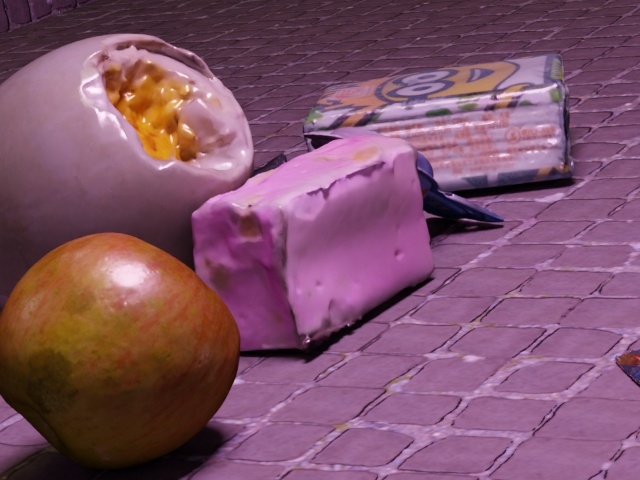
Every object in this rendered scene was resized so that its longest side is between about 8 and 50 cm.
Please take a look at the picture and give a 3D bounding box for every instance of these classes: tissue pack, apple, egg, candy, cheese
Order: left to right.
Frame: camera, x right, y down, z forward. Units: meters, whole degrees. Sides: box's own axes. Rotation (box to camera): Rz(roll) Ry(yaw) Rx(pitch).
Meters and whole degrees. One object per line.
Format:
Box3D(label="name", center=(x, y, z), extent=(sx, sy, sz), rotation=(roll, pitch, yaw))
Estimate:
Box3D(label="egg", center=(-0.236, -0.044, 2.002), extent=(0.336, 0.278, 0.278), rotation=(-42, -4, 32))
Box3D(label="apple", center=(-0.171, 0.094, 1.628), extent=(0.196, 0.196, 0.196), rotation=(-8, 15, 2))
Box3D(label="candy", center=(0.000, 0.000, 1.933), extent=(0.116, 0.155, 0.265), rotation=(-2, 16, 35))
Box3D(label="cheese", center=(0.082, -0.067, 2.133), extent=(0.245, 0.052, 0.135), rotation=(27, -12, -39))
Box3D(label="tissue pack", center=(0.147, -0.135, 2.390), extent=(0.311, 0.128, 0.228), rotation=(-6, 14, 8))

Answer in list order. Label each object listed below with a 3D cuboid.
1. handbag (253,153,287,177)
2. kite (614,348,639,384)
Box3D(label="handbag", center=(-0.105, -0.015, 2.217), extent=(0.175, 0.088, 0.270), rotation=(-16, 15, 5))
Box3D(label="kite", center=(0.317, 0.100, 1.658), extent=(0.160, 0.010, 0.183), rotation=(3, 19, 36))
